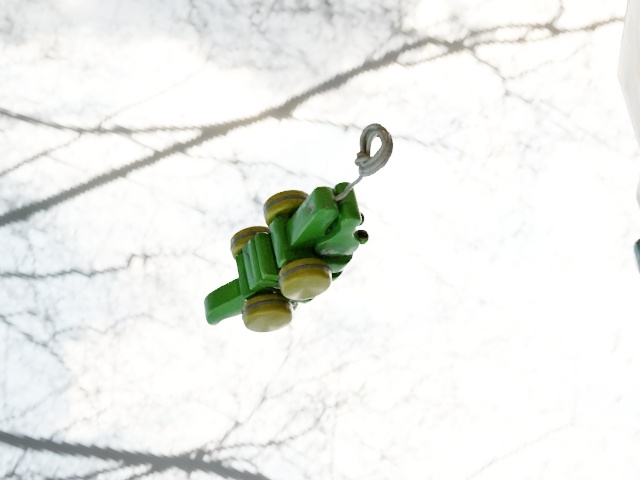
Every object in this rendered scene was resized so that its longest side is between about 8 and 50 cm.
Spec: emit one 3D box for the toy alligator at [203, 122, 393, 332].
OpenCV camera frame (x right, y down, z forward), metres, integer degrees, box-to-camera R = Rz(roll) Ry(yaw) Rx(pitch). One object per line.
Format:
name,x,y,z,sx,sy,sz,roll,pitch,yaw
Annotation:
toy alligator,0.000,0.000,0.740,0.051,0.190,0.056,9,-127,-34

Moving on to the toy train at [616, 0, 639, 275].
toy train,0.209,-0.092,0.632,0.142,0.334,0.190,-11,-117,4
